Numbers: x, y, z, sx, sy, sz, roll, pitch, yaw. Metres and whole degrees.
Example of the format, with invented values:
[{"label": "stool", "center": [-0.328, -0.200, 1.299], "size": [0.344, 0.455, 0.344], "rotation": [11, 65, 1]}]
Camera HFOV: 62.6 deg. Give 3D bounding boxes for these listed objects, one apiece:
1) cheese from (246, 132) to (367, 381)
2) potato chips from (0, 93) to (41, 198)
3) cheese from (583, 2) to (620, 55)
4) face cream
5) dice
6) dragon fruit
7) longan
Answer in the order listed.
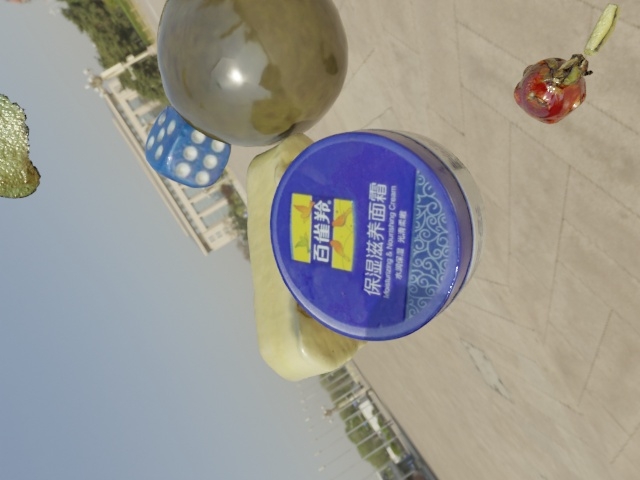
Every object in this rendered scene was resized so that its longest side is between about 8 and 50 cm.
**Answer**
[{"label": "cheese", "center": [-0.001, 0.001, 0.866], "size": [0.384, 0.104, 0.384], "rotation": [25, -126, -40]}, {"label": "potato chips", "center": [-0.544, -0.171, 0.877], "size": [0.209, 0.142, 0.026], "rotation": [49, 174, -28]}, {"label": "cheese", "center": [0.464, -0.343, 0.862], "size": [0.030, 0.083, 0.044], "rotation": [29, -163, 19]}, {"label": "face cream", "center": [0.059, -0.010, 0.539], "size": [0.206, 0.206, 0.111], "rotation": [58, -149, 8]}, {"label": "dice", "center": [-0.289, -0.204, 1.159], "size": [0.146, 0.143, 0.146], "rotation": [18, -165, -41]}, {"label": "dragon fruit", "center": [0.442, -0.292, 0.979], "size": [0.125, 0.125, 0.246], "rotation": [55, -176, 1]}, {"label": "longan", "center": [-0.122, -0.336, 0.929], "size": [0.361, 0.361, 0.361], "rotation": [58, 175, 8]}]
